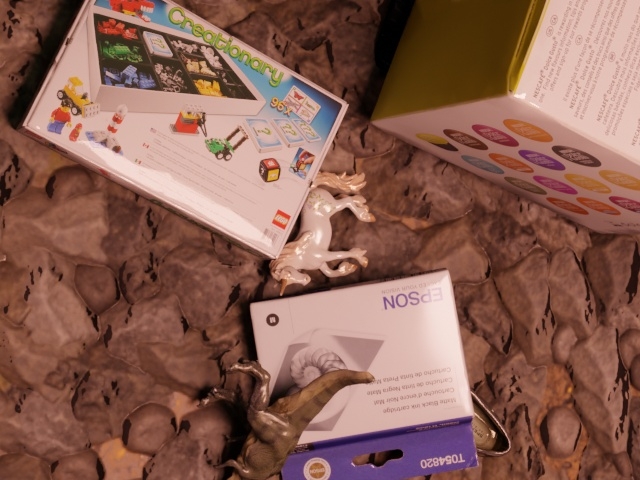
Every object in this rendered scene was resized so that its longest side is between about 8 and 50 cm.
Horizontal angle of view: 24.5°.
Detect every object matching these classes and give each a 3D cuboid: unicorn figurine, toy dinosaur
[{"bbox_3d":[0.000,0.000,1.620,0.111,0.060,0.162,11,68,-21],"label":"unicorn figurine"},{"bbox_3d":[-0.061,0.183,1.539,0.118,0.268,0.064,43,29,4],"label":"toy dinosaur"}]

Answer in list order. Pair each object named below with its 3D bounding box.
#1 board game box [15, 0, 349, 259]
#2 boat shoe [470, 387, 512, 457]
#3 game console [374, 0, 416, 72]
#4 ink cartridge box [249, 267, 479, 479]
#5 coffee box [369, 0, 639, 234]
[{"bbox_3d":[-0.141,-0.131,1.561,0.305,0.053,0.193,29,79,-19],"label":"board game box"},{"bbox_3d":[0.126,0.172,1.651,0.223,0.073,0.080,36,75,-18],"label":"boat shoe"},{"bbox_3d":[0.248,-0.234,1.732,0.361,0.044,0.213,23,82,-20],"label":"game console"},{"bbox_3d":[0.048,0.157,1.591,0.223,0.045,0.224,-11,93,1],"label":"ink cartridge box"},{"bbox_3d":[0.305,-0.220,1.550,0.334,0.338,0.338,24,81,-20],"label":"coffee box"}]
